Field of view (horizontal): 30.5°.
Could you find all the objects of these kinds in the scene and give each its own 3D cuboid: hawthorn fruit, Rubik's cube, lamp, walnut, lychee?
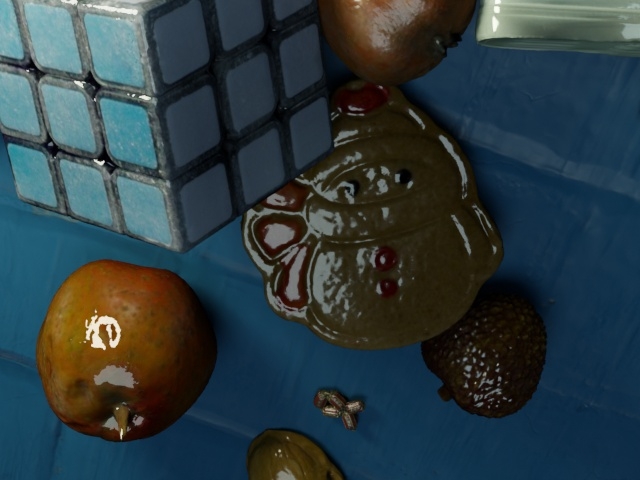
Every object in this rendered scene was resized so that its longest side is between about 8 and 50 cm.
[{"bbox_3d":[-0.297,0.184,1.756,0.277,0.298,0.277,-2,130,-2],"label":"hawthorn fruit"},{"bbox_3d":[-0.194,-0.205,1.421,0.301,0.303,0.305,15,128,35],"label":"Rubik's cube"},{"bbox_3d":[0.028,0.272,1.912,0.083,0.031,0.063,20,123,2],"label":"lamp"},{"bbox_3d":[-0.051,0.424,1.991,0.167,0.087,0.211,-20,117,26],"label":"walnut"},{"bbox_3d":[0.068,-0.314,1.442,0.251,0.199,0.199,40,122,1],"label":"hawthorn fruit"},{"bbox_3d":[0.240,0.167,1.717,0.194,0.194,0.194,5,123,8],"label":"lychee"}]

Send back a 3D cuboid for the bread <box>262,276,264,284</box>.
[{"bbox_3d":[0.000,0.000,1.714,0.092,0.074,0.239,32,122,-4],"label":"bread"}]

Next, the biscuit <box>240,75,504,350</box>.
[{"bbox_3d":[0.068,-0.034,1.611,0.359,0.074,0.381,-10,107,-6],"label":"biscuit"}]

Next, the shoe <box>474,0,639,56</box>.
[{"bbox_3d":[0.367,-0.310,1.425,0.363,0.132,0.160,1,92,-6],"label":"shoe"}]
